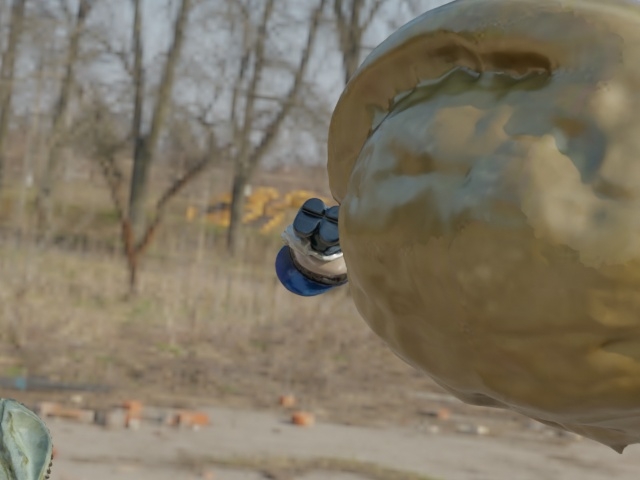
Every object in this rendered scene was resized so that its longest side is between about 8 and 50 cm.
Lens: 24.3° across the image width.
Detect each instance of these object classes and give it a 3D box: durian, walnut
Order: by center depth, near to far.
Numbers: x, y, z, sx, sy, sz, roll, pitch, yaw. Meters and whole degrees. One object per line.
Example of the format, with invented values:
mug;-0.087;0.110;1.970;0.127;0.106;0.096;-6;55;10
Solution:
walnut;0.199;-0.020;1.122;0.384;0.383;0.383;6;1;0
durian;-0.264;0.203;1.225;0.110;0.140;0.071;-22;-30;-25

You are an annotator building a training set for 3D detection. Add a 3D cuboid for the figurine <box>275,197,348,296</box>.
figurine;0.000;0.000;1.418;0.086;0.087;0.149;14;-20;7
